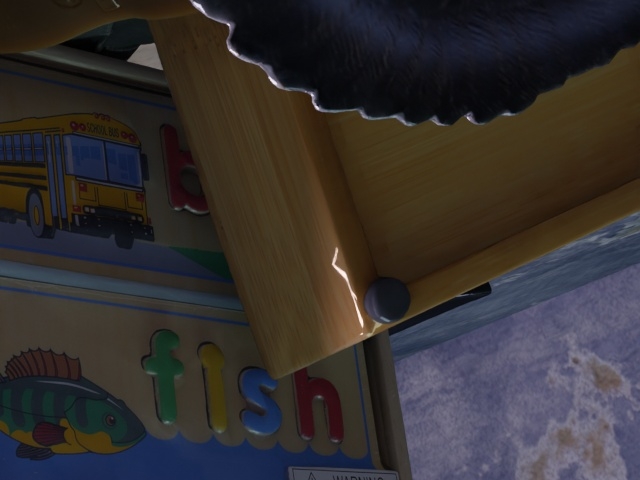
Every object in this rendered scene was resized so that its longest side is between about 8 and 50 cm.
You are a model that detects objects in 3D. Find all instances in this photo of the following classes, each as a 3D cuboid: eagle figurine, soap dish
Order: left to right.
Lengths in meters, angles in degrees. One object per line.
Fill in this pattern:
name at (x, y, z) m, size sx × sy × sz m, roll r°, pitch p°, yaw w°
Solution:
soap dish at (0.071, -0.082, 1.027) m, size 0.291 × 0.229 × 0.118 m, roll -23°, pitch -167°, yaw -24°
eagle figurine at (0.093, -0.184, 0.812) m, size 0.298 × 0.225 × 0.226 m, roll -30°, pitch 177°, yaw 13°

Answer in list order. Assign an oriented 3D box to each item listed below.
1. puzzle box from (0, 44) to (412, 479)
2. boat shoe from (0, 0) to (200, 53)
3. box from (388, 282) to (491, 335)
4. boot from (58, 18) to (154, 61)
puzzle box at (-0.127, 0.026, 1.006) m, size 0.409 × 0.272 × 0.052 m, roll 10°, pitch 152°, yaw -40°
boat shoe at (-0.117, -0.141, 0.935) m, size 0.207 × 0.073 × 0.073 m, roll -2°, pitch 132°, yaw 20°
box at (0.000, 0.000, 1.621) m, size 0.103 × 0.184 × 0.261 m, roll -4°, pitch 164°, yaw -41°
boot at (-0.121, -0.112, 1.115) m, size 0.189 × 0.076 × 0.208 m, roll 1°, pitch 154°, yaw -23°
